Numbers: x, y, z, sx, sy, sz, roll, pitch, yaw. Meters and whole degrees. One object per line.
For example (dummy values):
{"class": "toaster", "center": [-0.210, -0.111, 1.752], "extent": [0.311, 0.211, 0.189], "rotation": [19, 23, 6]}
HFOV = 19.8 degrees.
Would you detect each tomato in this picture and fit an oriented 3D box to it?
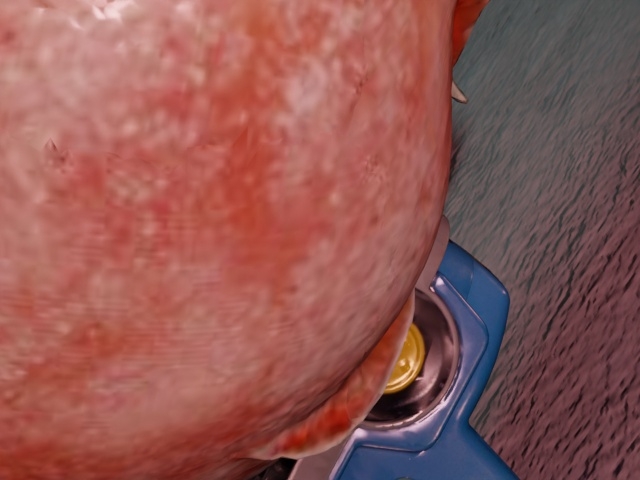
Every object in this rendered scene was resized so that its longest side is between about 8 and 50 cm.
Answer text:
{"class": "tomato", "center": [-0.081, -0.070, 0.543], "extent": [0.317, 0.283, 0.316], "rotation": [-169, 90, -81]}

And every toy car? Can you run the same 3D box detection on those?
{"class": "toy car", "center": [0.013, 0.085, 0.650], "extent": [0.191, 0.100, 0.097], "rotation": [-63, 14, -2]}
